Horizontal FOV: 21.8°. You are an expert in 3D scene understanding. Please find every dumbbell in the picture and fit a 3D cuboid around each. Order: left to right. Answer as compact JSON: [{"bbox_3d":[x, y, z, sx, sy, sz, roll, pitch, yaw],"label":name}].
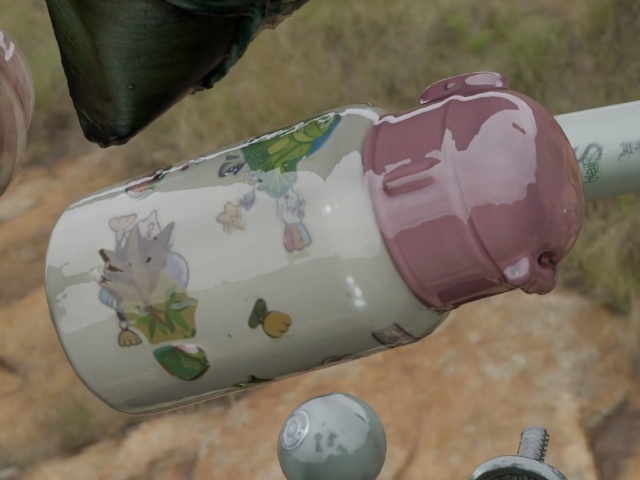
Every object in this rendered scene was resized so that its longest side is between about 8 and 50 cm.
[{"bbox_3d":[0.134,0.223,1.187,0.082,0.081,0.254,-3,34,20],"label":"dumbbell"}]

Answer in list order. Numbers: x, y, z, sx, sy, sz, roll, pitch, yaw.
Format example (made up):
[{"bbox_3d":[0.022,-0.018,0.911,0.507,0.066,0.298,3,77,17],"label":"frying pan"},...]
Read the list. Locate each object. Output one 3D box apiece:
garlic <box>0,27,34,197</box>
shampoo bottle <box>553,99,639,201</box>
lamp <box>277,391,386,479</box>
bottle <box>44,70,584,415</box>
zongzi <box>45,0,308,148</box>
[{"bbox_3d":[-0.277,-0.126,1.050,0.253,0.245,0.245,-51,1,36],"label":"garlic"},{"bbox_3d":[0.282,-0.085,1.549,0.263,0.085,0.085,-10,24,-8],"label":"shampoo bottle"},{"bbox_3d":[0.011,0.195,1.571,0.105,0.105,0.105,-11,24,5],"label":"lamp"},{"bbox_3d":[0.000,0.000,0.785,0.253,0.120,0.120,-18,20,27],"label":"bottle"},{"bbox_3d":[-0.044,-0.286,0.802,0.383,0.319,0.362,-33,64,-23],"label":"zongzi"}]
